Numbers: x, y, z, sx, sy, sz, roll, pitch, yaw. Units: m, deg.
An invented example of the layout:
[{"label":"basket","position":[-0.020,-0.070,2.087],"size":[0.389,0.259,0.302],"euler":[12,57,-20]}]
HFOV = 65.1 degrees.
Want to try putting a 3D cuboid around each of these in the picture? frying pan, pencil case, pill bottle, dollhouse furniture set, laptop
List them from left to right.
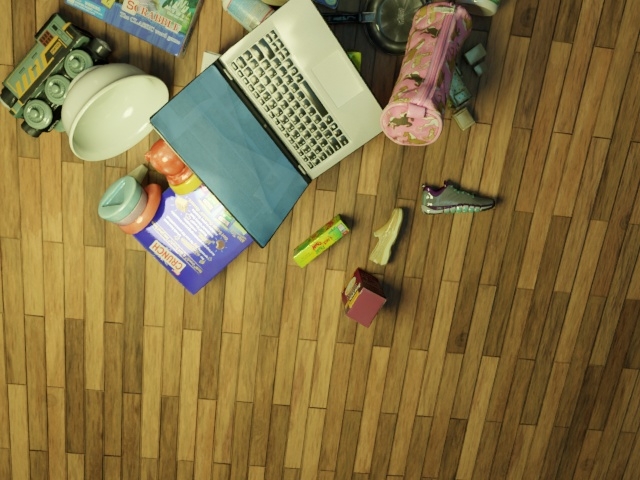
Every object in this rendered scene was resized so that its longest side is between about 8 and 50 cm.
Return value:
[{"label":"pill bottle","position":[-0.202,-0.626,1.336],"size":[0.160,0.087,0.087],"euler":[39,100,-12]},{"label":"laptop","position":[-0.086,-0.273,1.152],"size":[0.407,0.236,0.382],"euler":[-33,115,14]},{"label":"frying pan","position":[0.157,-0.629,1.357],"size":[0.325,0.053,0.198],"euler":[17,104,-17]},{"label":"pencil case","position":[0.266,-0.417,1.249],"size":[0.167,0.160,0.387],"euler":[45,56,-45]},{"label":"dollhouse furniture set","position":[0.431,-0.430,1.409],"size":[0.160,0.101,0.182],"euler":[-35,104,7]},{"label":"pill bottle","position":[0.443,-0.717,1.324],"size":[0.117,0.118,0.209],"euler":[14,104,-6]}]

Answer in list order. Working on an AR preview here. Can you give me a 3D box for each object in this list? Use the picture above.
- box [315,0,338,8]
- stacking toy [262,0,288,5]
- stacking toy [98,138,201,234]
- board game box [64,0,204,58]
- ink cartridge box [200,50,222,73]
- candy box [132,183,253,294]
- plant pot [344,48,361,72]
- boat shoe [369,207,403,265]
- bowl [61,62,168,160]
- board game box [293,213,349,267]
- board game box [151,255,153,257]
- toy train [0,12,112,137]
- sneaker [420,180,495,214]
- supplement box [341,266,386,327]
[{"label":"box","position":[0.017,-0.753,1.336],"size":[0.136,0.036,0.226],"euler":[20,104,-7]},{"label":"stacking toy","position":[-0.110,-0.785,1.266],"size":[0.141,0.141,0.331],"euler":[-7,94,-1]},{"label":"stacking toy","position":[-0.469,-0.191,1.331],"size":[0.308,0.280,0.130],"euler":[-37,136,8]},{"label":"board game box","position":[-0.458,-0.700,1.315],"size":[0.318,0.066,0.318],"euler":[23,103,-8]},{"label":"ink cartridge box","position":[-0.273,-0.374,1.357],"size":[0.100,0.172,0.238],"euler":[12,104,-6]},{"label":"candy box","position":[-0.334,-0.053,1.423],"size":[0.317,0.122,0.268],"euler":[-41,102,3]},{"label":"plant pot","position":[-0.014,-0.400,1.342],"size":[0.228,0.227,0.207],"euler":[-2,112,-2]},{"label":"boat shoe","position":[0.197,-0.016,1.534],"size":[0.072,0.068,0.190],"euler":[18,104,5]},{"label":"bowl","position":[-0.557,-0.359,1.311],"size":[0.298,0.298,0.134],"euler":[-43,84,9]},{"label":"board game box","position":[0.000,0.000,1.512],"size":[0.181,0.092,0.043],"euler":[-39,102,8]},{"label":"board game box","position":[-0.395,0.008,1.521],"size":[0.146,0.045,0.194],"euler":[35,101,-10]},{"label":"toy train","position":[-0.713,-0.439,1.348],"size":[0.334,0.142,0.190],"euler":[-43,91,11]},{"label":"sneaker","position":[0.413,-0.133,1.502],"size":[0.223,0.083,0.098],"euler":[-4,100,-1]},{"label":"supplement box","position":[0.126,0.167,1.513],"size":[0.080,0.188,0.104],"euler":[29,102,-9]}]
